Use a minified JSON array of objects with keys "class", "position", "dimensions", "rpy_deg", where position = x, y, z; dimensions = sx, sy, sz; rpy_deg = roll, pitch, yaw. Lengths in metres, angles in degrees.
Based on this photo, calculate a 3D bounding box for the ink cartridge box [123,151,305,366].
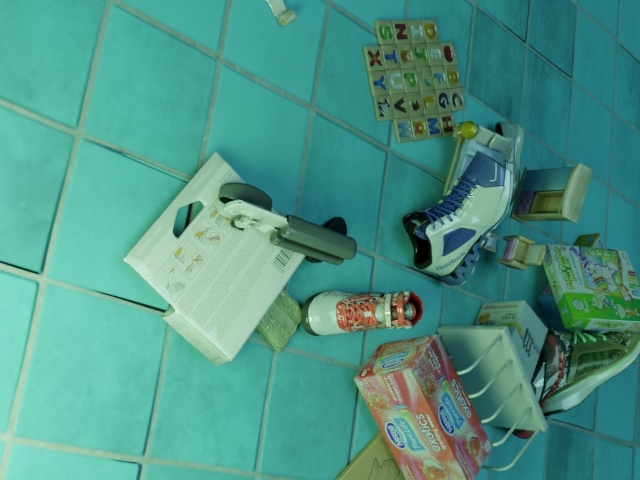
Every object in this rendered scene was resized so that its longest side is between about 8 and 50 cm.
[{"class":"ink cartridge box","position":[-0.187,0.030,1.629],"dimensions":[0.261,0.066,0.296],"rpy_deg":[45,54,-15]}]

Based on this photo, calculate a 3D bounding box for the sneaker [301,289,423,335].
[{"class":"sneaker","position":[0.095,0.141,1.830],"dimensions":[0.270,0.145,0.090],"rpy_deg":[2,82,-49]}]

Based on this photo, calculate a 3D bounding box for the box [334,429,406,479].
[{"class":"box","position":[0.122,0.509,1.910],"dimensions":[0.201,0.021,0.164],"rpy_deg":[-38,111,-42]}]

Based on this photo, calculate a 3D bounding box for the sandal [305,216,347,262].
[{"class":"sandal","position":[0.000,0.000,1.847],"dimensions":[0.179,0.040,0.067],"rpy_deg":[-35,115,-57]}]

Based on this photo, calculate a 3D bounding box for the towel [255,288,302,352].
[{"class":"towel","position":[-0.095,0.133,1.736],"dimensions":[0.148,0.027,0.110],"rpy_deg":[50,52,-29]}]

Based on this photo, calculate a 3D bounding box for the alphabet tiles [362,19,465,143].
[{"class":"alphabet tiles","position":[0.229,-0.380,2.139],"dimensions":[0.342,0.011,0.285],"rpy_deg":[-15,95,-45]}]

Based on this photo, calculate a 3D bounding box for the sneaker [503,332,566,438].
[{"class":"sneaker","position":[0.508,0.352,2.221],"dimensions":[0.135,0.097,0.276],"rpy_deg":[18,98,-33]}]

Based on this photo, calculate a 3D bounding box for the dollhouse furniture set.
[{"class":"dollhouse furniture set","position":[0.434,-0.111,2.136],"dimensions":[0.303,0.198,0.286],"rpy_deg":[22,81,-25]}]

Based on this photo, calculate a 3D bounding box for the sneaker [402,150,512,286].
[{"class":"sneaker","position":[0.295,-0.051,2.034],"dimensions":[0.182,0.127,0.315],"rpy_deg":[13,106,-34]}]

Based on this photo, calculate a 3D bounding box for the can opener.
[{"class":"can opener","position":[-0.056,-0.030,1.656],"dimensions":[0.280,0.074,0.093],"rpy_deg":[24,61,-28]}]

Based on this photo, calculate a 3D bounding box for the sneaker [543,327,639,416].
[{"class":"sneaker","position":[0.680,0.288,2.366],"dimensions":[0.410,0.158,0.182],"rpy_deg":[-33,93,-23]}]

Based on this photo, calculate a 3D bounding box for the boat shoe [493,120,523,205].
[{"class":"boat shoe","position":[0.461,-0.195,2.314],"dimensions":[0.081,0.079,0.227],"rpy_deg":[12,79,-21]}]

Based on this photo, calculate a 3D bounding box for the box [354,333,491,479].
[{"class":"box","position":[0.218,0.366,1.910],"dimensions":[0.142,0.154,0.300],"rpy_deg":[-44,113,-48]}]

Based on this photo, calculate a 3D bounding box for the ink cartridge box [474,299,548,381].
[{"class":"ink cartridge box","position":[0.447,0.251,2.194],"dimensions":[0.127,0.128,0.176],"rpy_deg":[48,53,-30]}]

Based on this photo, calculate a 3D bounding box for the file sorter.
[{"class":"file sorter","position":[0.349,0.352,2.041],"dimensions":[0.173,0.193,0.277],"rpy_deg":[-38,111,-38]}]

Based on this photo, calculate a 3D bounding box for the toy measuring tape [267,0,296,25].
[{"class":"toy measuring tape","position":[-0.105,-0.583,1.757],"dimensions":[0.121,0.121,0.330],"rpy_deg":[-44,115,-39]}]

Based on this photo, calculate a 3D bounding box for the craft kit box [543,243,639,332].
[{"class":"craft kit box","position":[0.731,0.125,2.400],"dimensions":[0.247,0.061,0.250],"rpy_deg":[2,50,-14]}]

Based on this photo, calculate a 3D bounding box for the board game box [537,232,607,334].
[{"class":"board game box","position":[0.740,0.164,2.544],"dimensions":[0.316,0.064,0.242],"rpy_deg":[-44,115,-39]}]
